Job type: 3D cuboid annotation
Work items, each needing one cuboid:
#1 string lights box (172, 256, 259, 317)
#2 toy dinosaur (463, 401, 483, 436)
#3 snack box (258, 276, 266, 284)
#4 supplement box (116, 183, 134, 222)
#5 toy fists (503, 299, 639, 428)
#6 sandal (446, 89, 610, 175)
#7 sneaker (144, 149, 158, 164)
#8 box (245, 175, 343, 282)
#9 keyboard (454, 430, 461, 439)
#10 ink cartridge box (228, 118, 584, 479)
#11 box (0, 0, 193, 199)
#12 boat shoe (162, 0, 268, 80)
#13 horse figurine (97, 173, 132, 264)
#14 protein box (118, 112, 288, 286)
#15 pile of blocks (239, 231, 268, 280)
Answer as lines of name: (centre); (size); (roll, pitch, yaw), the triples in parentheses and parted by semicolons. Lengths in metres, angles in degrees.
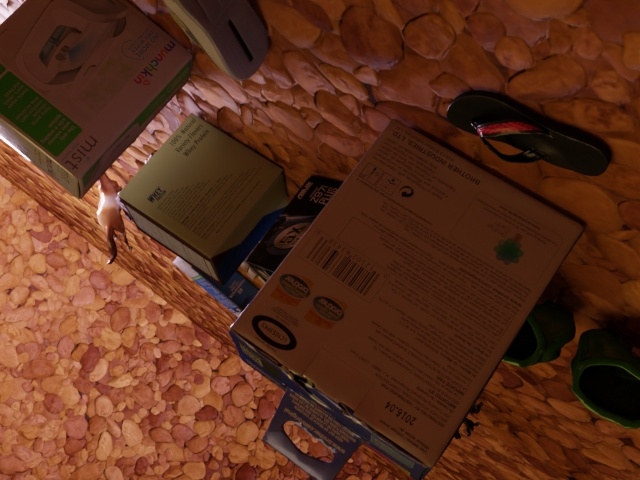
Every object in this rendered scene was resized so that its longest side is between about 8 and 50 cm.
string lights box: (-0.269, 0.112, 2.123); (0.259, 0.077, 0.133); (42, 162, -13)
toy dinosaur: (0.294, 0.351, 1.693); (0.118, 0.064, 0.268); (42, 168, 37)
snack box: (-0.043, 0.062, 1.557); (0.178, 0.022, 0.064); (-18, 127, 36)
supplement box: (-0.393, -0.043, 1.984); (0.239, 0.073, 0.130); (33, 162, 12)
toy fists: (0.328, 0.145, 1.035); (0.279, 0.096, 0.142); (28, -173, 22)
sandal: (0.203, -0.104, 0.797); (0.179, 0.040, 0.067); (27, 159, 28)
sneaker: (-0.319, -0.151, 1.606); (0.178, 0.072, 0.077); (-6, 123, 57)
box: (0.000, 0.000, 1.197); (0.147, 0.180, 0.077); (18, 155, 47)
keyboard: (0.200, 0.304, 1.737); (0.317, 0.033, 0.201); (55, 169, -33)
ink cartridge box: (0.081, 0.090, 0.923); (0.270, 0.395, 0.151); (33, 161, 15)
box: (-0.364, -0.237, 1.170); (0.231, 0.262, 0.127); (40, 161, -4)
boat shoe: (-0.150, -0.294, 0.890); (0.094, 0.109, 0.302); (31, 163, 25)
horse figurine: (-0.544, -0.076, 2.038); (0.066, 0.263, 0.174); (-11, 153, 0)
protein box: (-0.197, -0.070, 1.358); (0.201, 0.200, 0.136); (32, 161, 15)
pile of blocks: (-0.208, -0.010, 1.611); (0.362, 0.112, 0.149); (15, 140, 55)
